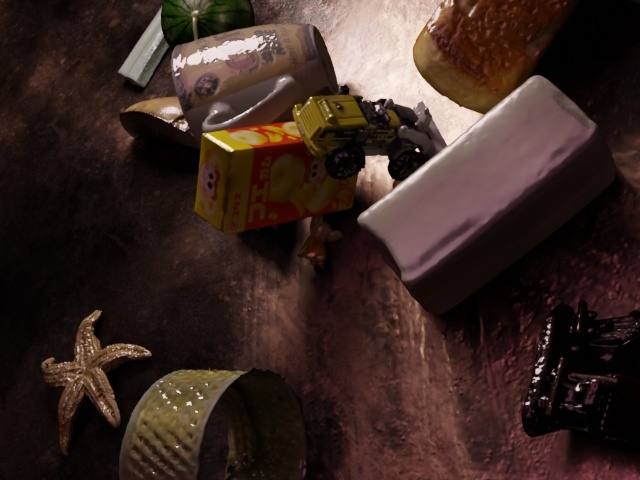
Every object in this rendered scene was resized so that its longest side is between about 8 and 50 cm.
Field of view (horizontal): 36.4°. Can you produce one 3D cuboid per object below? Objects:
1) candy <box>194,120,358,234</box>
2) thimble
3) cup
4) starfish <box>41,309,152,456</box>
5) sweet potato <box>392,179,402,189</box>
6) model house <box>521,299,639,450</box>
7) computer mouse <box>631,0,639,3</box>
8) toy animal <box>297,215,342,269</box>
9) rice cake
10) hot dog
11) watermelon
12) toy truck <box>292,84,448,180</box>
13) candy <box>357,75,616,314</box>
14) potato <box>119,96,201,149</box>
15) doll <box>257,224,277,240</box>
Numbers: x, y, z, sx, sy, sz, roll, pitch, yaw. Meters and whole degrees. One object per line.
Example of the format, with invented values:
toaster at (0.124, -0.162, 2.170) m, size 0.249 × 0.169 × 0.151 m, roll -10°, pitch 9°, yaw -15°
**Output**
candy at (-0.062, -0.110, 1.565) m, size 0.088 × 0.276 × 0.146 m, roll 34°, pitch 127°, yaw 40°
thimble at (-0.147, 0.315, 1.386) m, size 0.150 × 0.271 × 0.271 m, roll -3°, pitch 62°, yaw 32°
cup at (-0.111, -0.267, 1.716) m, size 0.257 × 0.227 × 0.301 m, roll -19°, pitch 28°, yaw 15°
starfish at (-0.407, 0.242, 1.737) m, size 0.235 × 0.062 × 0.277 m, roll -5°, pitch 56°, yaw 23°
sweet potato at (0.183, -0.067, 1.546) m, size 0.182 × 0.054 × 0.053 m, roll 15°, pitch 81°, yaw 34°
model house at (0.367, 0.172, 1.237) m, size 0.164 × 0.141 × 0.203 m, roll -6°, pitch 57°, yaw 41°
computer mouse at (0.513, -0.421, 1.545) m, size 0.181 × 0.056 × 0.089 m, roll 39°, pitch 108°, yaw 43°
toy animal at (0.000, 0.000, 1.618) m, size 0.083 × 0.060 × 0.081 m, roll -61°, pitch 11°, yaw -11°
rice cake at (-0.357, -0.433, 2.103) m, size 0.080 × 0.042 × 0.222 m, roll 22°, pitch 77°, yaw 37°
hot dog at (0.304, -0.386, 1.549) m, size 0.185 × 0.223 × 0.405 m, roll 34°, pitch 90°, yaw 1°
watermelon at (-0.225, -0.433, 1.911) m, size 0.188 × 0.214 × 0.188 m, roll 1°, pitch 95°, yaw 13°
toy truck at (0.091, -0.171, 1.517) m, size 0.111 × 0.285 × 0.136 m, roll -55°, pitch 49°, yaw 44°
candy at (0.242, -0.061, 1.393) m, size 0.358 × 0.208 × 0.145 m, roll -40°, pitch 64°, yaw 6°
potato at (-0.291, -0.252, 1.911) m, size 0.261 × 0.120 × 0.100 m, roll 18°, pitch 67°, yaw 37°
doll at (-0.090, -0.096, 1.706) m, size 0.149 × 0.095 × 0.192 m, roll 22°, pitch 73°, yaw 36°
